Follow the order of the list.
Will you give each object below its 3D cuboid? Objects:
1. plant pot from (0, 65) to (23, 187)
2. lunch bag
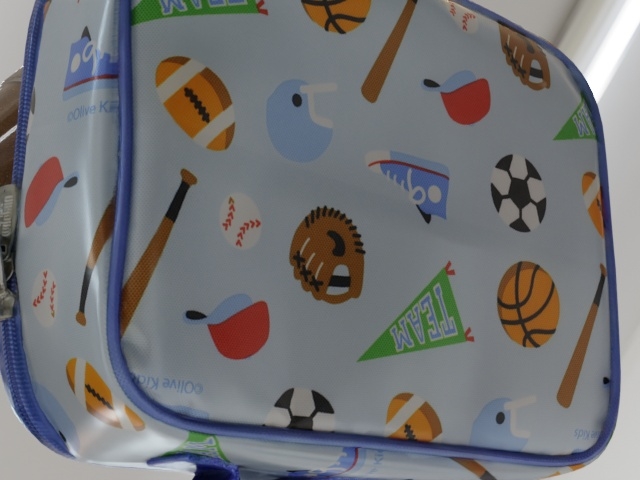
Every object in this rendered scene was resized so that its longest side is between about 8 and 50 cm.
[{"bbox_3d":[-0.205,-0.026,1.004,0.165,0.167,0.167,-39,-35,-29],"label":"plant pot"},{"bbox_3d":[0.000,0.000,0.645,0.303,0.115,0.243,11,-108,-36],"label":"lunch bag"}]
